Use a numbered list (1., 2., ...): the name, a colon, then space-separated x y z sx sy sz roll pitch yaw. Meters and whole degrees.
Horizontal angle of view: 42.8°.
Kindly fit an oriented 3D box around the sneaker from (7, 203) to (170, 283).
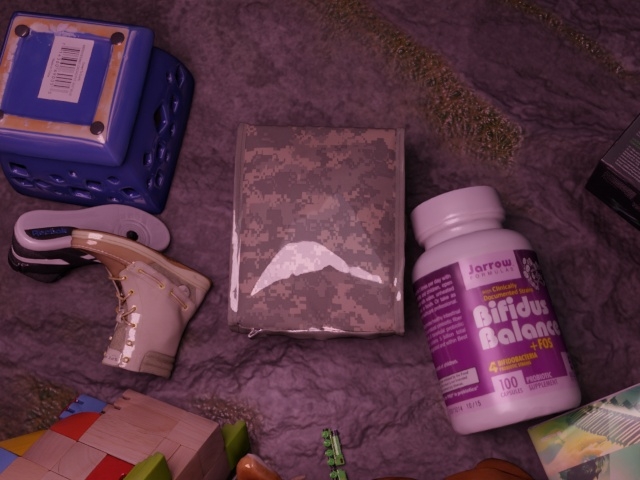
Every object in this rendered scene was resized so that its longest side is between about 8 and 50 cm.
1. sneaker: -0.336 0.009 1.175 0.216 0.121 0.079 3 58 -31

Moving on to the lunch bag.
1. lunch bag: 0.000 0.000 1.109 0.235 0.169 0.287 2 70 4

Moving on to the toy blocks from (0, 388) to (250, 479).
1. toy blocks: -0.298 0.309 0.972 0.260 0.191 0.381 13 39 25

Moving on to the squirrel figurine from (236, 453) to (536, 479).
1. squirrel figurine: 0.065 0.355 0.880 0.370 0.397 0.281 18 83 -7

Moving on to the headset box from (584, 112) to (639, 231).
1. headset box: 0.483 -0.053 1.046 0.246 0.283 0.131 42 96 14

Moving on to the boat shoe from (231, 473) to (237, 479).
1. boat shoe: -0.100 0.444 1.029 0.109 0.091 0.305 5 75 5

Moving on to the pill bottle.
1. pill bottle: 0.216 0.089 1.070 0.169 0.169 0.302 -14 74 -1

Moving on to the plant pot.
1. plant pot: -0.332 -0.187 1.156 0.235 0.212 0.236 9 75 6

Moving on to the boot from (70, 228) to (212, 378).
1. boot: -0.262 0.088 1.099 0.077 0.213 0.165 8 73 52

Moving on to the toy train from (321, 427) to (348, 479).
1. toy train: 0.020 0.294 1.104 0.023 0.017 0.083 -9 74 -10

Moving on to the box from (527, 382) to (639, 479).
1. box: 0.425 0.337 0.994 0.232 0.058 0.322 -29 68 21
